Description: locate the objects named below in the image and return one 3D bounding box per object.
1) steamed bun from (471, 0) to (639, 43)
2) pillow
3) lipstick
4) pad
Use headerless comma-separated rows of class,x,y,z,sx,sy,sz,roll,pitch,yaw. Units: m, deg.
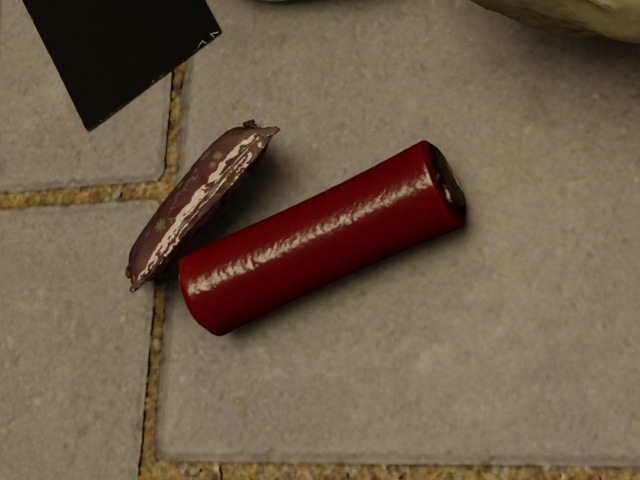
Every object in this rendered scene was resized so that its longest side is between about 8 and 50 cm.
steamed bun,0.210,-0.295,1.114,0.352,0.247,0.339,22,69,15
pillow,-0.107,-0.034,1.260,0.043,0.118,0.185,42,90,-13
lipstick,0.000,0.000,1.212,0.241,0.080,0.080,-24,67,15
pad,-0.205,-0.240,1.416,0.164,0.004,0.243,-34,65,11
